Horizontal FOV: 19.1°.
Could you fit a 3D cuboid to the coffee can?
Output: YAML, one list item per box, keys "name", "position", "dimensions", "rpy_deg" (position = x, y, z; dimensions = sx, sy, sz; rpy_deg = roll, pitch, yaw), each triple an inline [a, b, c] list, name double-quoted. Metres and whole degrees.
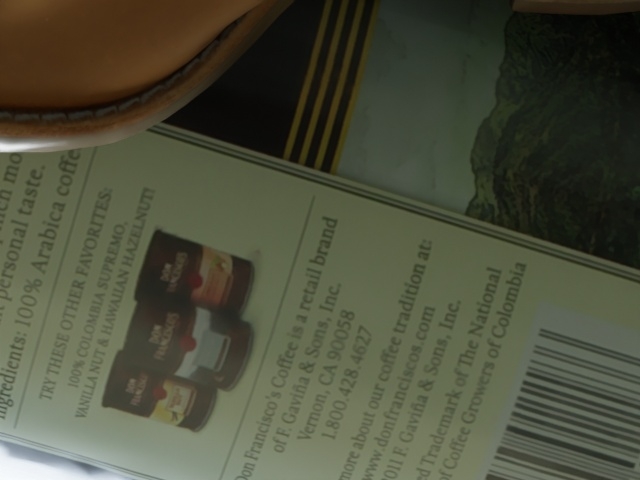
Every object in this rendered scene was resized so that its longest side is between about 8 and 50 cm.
- name: "coffee can"
  position: [0.000, 0.000, 0.564]
  dimensions: [0.275, 0.201, 0.201]
  rpy_deg: [17, 154, -6]

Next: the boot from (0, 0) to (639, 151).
- name: "boot"
  position: [-0.009, -0.124, 0.371]
  dimensions: [0.283, 0.109, 0.220]
  rpy_deg: [-4, 148, -8]
